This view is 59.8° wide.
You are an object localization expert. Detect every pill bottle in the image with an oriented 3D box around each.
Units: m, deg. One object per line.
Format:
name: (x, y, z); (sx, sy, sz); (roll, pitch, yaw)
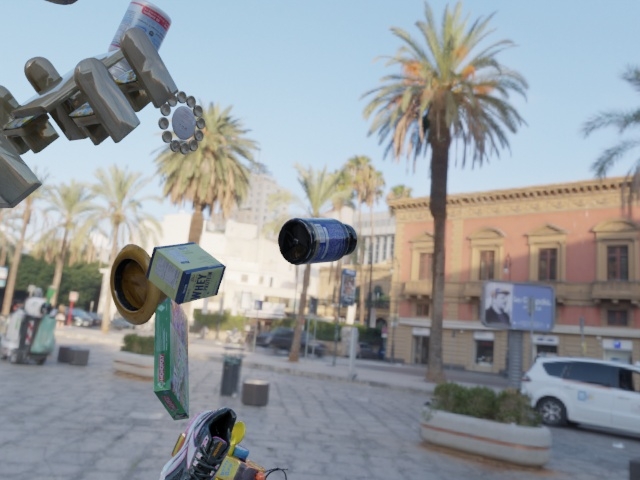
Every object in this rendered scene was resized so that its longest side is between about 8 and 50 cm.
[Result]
pill bottle: (-0.369, -0.392, 1.115); (0.087, 0.160, 0.087); (24, -2, 1)
pill bottle: (0.000, 0.000, 1.492); (0.122, 0.123, 0.219); (-4, -1, 39)

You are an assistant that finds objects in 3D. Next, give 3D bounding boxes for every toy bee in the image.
toy bee: (-0.194, 0.528, 1.311); (0.298, 0.195, 0.162); (5, -9, -22)

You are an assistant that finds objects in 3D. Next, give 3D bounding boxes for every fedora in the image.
fedora: (-0.397, 0.097, 1.254); (0.194, 0.195, 0.079); (-4, -2, 40)

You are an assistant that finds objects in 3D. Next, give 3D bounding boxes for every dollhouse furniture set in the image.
dollhouse furniture set: (-0.339, -0.175, 0.641); (0.212, 0.242, 0.161); (2, -47, 34)

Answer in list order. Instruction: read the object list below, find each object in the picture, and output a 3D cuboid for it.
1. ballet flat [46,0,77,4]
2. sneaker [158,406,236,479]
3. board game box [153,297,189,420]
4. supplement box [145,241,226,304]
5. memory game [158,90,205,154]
ballet flat: (-0.550, -0.515, 0.925); (0.316, 0.107, 0.106); (37, 14, -16)
sneaker: (-0.168, 0.307, 0.783); (0.072, 0.178, 0.077); (38, -55, -23)
board game box: (-0.408, 0.304, 1.534); (0.046, 0.317, 0.214); (-8, -37, -5)
supplement box: (-0.211, 0.049, 0.874); (0.083, 0.056, 0.083); (33, 24, 29)
memory game: (-0.408, -0.347, 1.645); (0.012, 0.186, 0.186); (8, -8, 32)
